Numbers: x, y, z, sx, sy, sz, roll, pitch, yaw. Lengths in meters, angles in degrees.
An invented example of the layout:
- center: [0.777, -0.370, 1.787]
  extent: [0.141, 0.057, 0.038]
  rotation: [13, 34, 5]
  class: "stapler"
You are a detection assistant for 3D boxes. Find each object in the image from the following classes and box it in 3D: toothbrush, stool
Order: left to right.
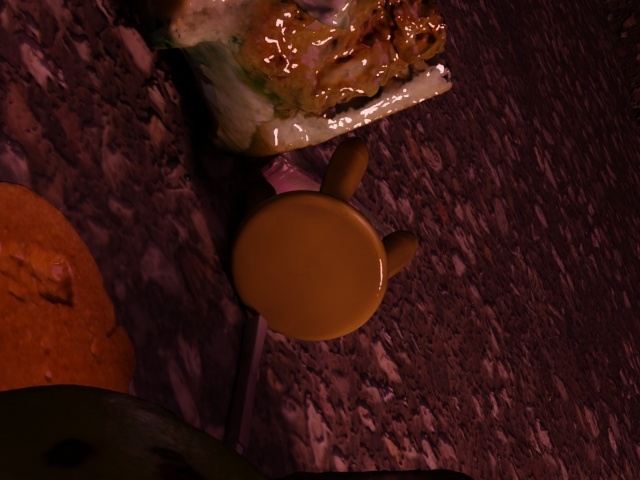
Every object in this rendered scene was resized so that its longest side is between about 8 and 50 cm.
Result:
- center: [-0.052, 0.115, 0.861]
  extent: [0.017, 0.014, 0.194]
  rotation: [52, 26, -26]
  class: "toothbrush"
- center: [0.000, 0.000, 0.969]
  extent: [0.110, 0.135, 0.134]
  rotation: [-61, 169, -67]
  class: "stool"

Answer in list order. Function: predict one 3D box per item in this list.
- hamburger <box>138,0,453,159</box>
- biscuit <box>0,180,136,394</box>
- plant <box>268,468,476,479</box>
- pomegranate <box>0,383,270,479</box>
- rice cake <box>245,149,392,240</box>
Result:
- center: [-0.031, -0.152, 0.964]
  extent: [0.288, 0.192, 0.168]
  rotation: [-156, -136, -74]
  class: "hamburger"
- center: [-0.170, 0.031, 0.644]
  extent: [0.249, 0.035, 0.184]
  rotation: [21, 51, -62]
  class: "biscuit"
- center: [0.021, 0.203, 0.749]
  extent: [0.256, 0.164, 0.142]
  rotation: [60, 28, -66]
  class: "plant"
- center: [-0.116, 0.187, 0.435]
  extent: [0.286, 0.231, 0.231]
  rotation: [-40, 108, -37]
  class: "pomegranate"
- center: [0.008, -0.022, 1.097]
  extent: [0.206, 0.047, 0.036]
  rotation: [40, 19, -52]
  class: "rice cake"
